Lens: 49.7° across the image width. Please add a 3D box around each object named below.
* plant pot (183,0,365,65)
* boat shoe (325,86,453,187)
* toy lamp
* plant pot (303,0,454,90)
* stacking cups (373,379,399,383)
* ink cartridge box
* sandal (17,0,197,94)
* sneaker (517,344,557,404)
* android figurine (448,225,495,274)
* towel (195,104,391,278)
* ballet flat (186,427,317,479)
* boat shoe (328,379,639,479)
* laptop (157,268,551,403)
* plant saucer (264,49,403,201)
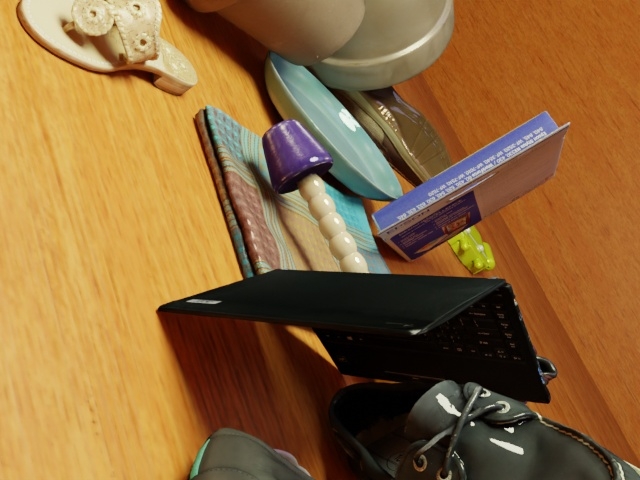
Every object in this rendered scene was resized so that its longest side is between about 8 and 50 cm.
[{"bbox_3d":[-0.053,-0.383,0.990,0.229,0.263,0.263,41,26,-41],"label":"plant pot"},{"bbox_3d":[0.122,-0.206,1.343,0.342,0.123,0.123,47,46,-4],"label":"boat shoe"},{"bbox_3d":[0.015,-0.008,0.775,0.275,0.080,0.080,63,20,10],"label":"toy lamp"},{"bbox_3d":[0.069,-0.469,1.185,0.280,0.323,0.323,73,-3,-60],"label":"plant pot"},{"bbox_3d":[0.170,0.253,0.832,0.316,0.096,0.096,57,20,-8],"label":"stacking cups"},{"bbox_3d":[0.233,-0.083,1.091,0.072,0.303,0.307,63,9,17],"label":"ink cartridge box"},{"bbox_3d":[-0.185,-0.215,0.696,0.088,0.079,0.240,63,20,13],"label":"sandal"},{"bbox_3d":[0.290,0.241,1.023,0.281,0.162,0.106,39,27,-41],"label":"sneaker"},{"bbox_3d":[0.358,-0.023,1.736,0.248,0.056,0.273,51,19,-20],"label":"android figurine"},{"bbox_3d":[0.000,0.000,0.879,0.370,0.040,0.272,27,36,-55],"label":"towel"},{"bbox_3d":[0.013,0.218,0.514,0.280,0.095,0.096,46,15,-32],"label":"ballet flat"},{"bbox_3d":[0.103,0.164,0.550,0.113,0.127,0.340,53,-18,-10],"label":"boat shoe"},{"bbox_3d":[0.043,0.100,0.596,0.137,0.234,0.264,-60,136,-35],"label":"laptop"},{"bbox_3d":[0.015,-0.178,1.117,0.317,0.043,0.318,43,19,-18],"label":"plant saucer"}]
